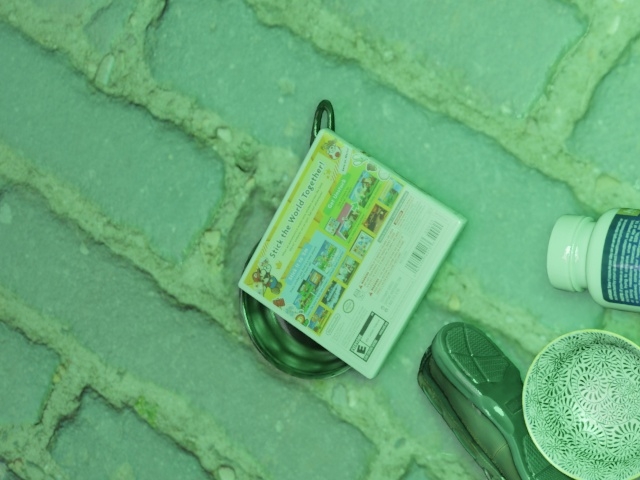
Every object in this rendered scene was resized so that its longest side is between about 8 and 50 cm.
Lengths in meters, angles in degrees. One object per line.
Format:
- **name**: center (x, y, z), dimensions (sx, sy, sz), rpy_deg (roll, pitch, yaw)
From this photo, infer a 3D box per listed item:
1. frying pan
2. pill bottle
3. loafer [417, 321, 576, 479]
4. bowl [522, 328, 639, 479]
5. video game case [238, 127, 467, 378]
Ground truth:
- **frying pan**: center (-0.025, 0.009, 1.838), dimensions (0.197, 0.053, 0.326), rpy_deg (-15, 86, 29)
- **pill bottle**: center (0.343, 0.023, 1.590), dimensions (0.187, 0.112, 0.112), rpy_deg (8, 99, 29)
- **loafer**: center (0.218, 0.232, 1.704), dimensions (0.302, 0.109, 0.095), rpy_deg (54, 137, 21)
- **bowl**: center (0.314, 0.176, 1.641), dimensions (0.170, 0.080, 0.170), rpy_deg (3, 97, 29)
- **video game case**: center (0.034, 0.015, 1.771), dimensions (0.206, 0.026, 0.227), rpy_deg (34, 109, 17)
